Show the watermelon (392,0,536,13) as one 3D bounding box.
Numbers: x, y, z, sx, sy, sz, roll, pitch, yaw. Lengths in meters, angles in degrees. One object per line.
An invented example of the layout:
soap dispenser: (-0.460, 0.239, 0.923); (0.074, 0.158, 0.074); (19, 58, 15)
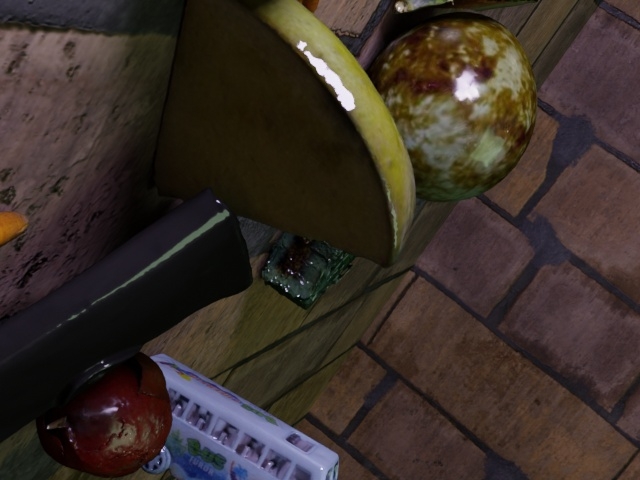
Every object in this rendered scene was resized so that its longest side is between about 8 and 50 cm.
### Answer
watermelon: (0.230, -0.349, 1.172); (0.159, 0.128, 0.303); (-59, 166, 27)

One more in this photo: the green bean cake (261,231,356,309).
green bean cake: (0.000, 0.000, 1.373); (0.208, 0.107, 0.193); (-48, 168, -12)

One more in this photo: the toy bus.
toy bus: (-0.129, 0.285, 1.188); (0.135, 0.330, 0.109); (-64, 166, 7)

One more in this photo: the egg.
egg: (0.176, -0.190, 1.189); (0.238, 0.238, 0.289); (101, 11, -63)

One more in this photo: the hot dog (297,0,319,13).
hot dog: (0.004, -0.276, 0.731); (0.092, 0.062, 0.235); (-50, 169, -33)

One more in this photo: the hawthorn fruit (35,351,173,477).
hawthorn fruit: (-0.246, 0.191, 0.966); (0.148, 0.148, 0.172); (-56, 155, 15)

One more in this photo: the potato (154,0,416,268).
potato: (-0.010, -0.081, 0.775); (0.112, 0.255, 0.269); (-41, 163, -37)

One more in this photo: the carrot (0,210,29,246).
carrot: (-0.273, 0.007, 0.576); (0.061, 0.061, 0.256); (-57, 177, 20)

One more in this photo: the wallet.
wallet: (-0.232, 0.098, 0.800); (0.378, 0.051, 0.197); (-33, 161, -12)
